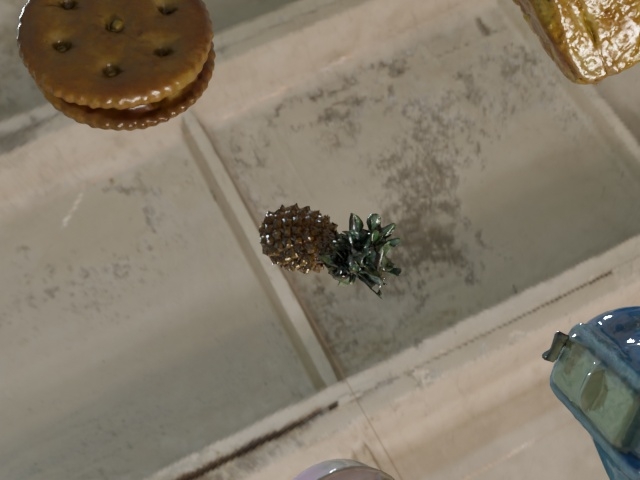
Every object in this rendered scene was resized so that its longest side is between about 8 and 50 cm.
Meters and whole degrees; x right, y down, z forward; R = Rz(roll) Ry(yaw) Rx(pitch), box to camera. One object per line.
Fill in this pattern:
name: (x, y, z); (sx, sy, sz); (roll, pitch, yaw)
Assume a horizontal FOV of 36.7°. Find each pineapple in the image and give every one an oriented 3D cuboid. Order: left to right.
pineapple: (0.001, 0.000, 1.172); (0.221, 0.083, 0.103); (15, -70, 45)

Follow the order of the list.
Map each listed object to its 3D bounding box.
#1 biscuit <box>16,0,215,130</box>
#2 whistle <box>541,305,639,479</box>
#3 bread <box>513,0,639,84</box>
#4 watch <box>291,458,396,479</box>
biscuit: (-0.227, -0.223, 1.088); (0.221, 0.066, 0.220); (3, -121, -5)
whistle: (0.173, 0.095, 0.356); (0.093, 0.180, 0.269); (11, -160, -24)
bread: (0.297, -0.334, 1.115); (0.167, 0.294, 0.132); (-33, -153, 5)
watch: (0.033, 0.327, 0.840); (0.244, 0.196, 0.231); (-15, -160, -28)
